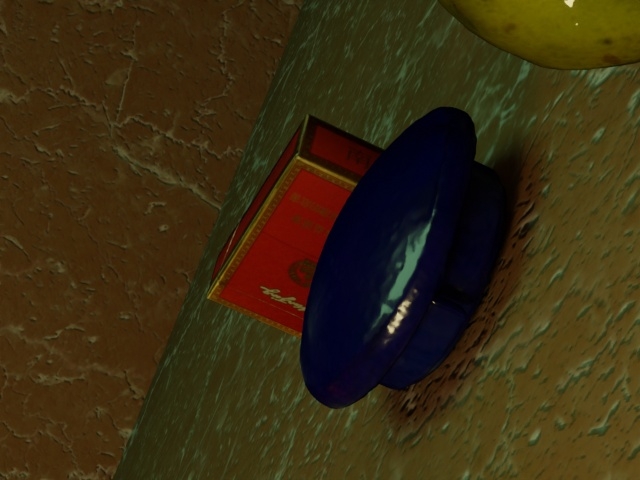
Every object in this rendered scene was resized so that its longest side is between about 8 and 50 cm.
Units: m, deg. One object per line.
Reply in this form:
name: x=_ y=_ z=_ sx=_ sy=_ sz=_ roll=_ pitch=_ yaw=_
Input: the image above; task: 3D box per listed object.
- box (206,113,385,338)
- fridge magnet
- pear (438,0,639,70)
box: x=0.000 y=-0.001 z=1.254 sx=0.240 sy=0.153 sz=0.074 roll=125 pitch=160 yaw=-44
fridge magnet: x=0.064 y=0.016 z=1.025 sx=0.265 sy=0.112 sz=0.265 roll=-61 pitch=13 yaw=24
pear: x=0.164 y=-0.243 z=0.714 sx=0.294 sy=0.294 sz=0.294 roll=-61 pitch=12 yaw=23
